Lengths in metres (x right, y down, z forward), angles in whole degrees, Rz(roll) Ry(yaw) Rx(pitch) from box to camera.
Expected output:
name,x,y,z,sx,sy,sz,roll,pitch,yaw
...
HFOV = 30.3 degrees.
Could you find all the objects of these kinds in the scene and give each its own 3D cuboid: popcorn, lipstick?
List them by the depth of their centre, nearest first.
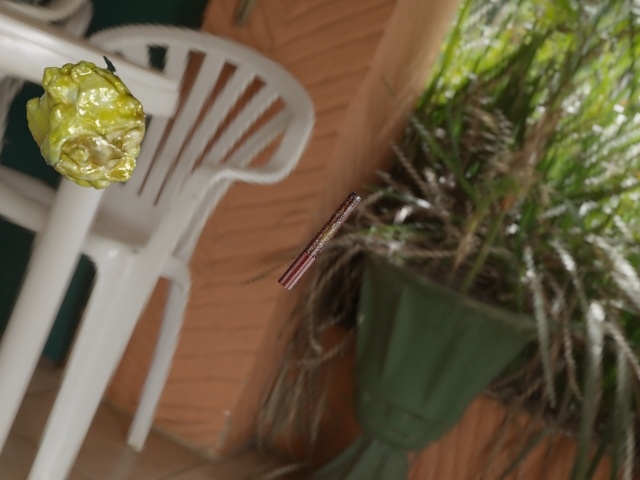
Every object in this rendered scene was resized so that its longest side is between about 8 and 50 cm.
name,x,y,z,sx,sy,sz,roll,pitch,yaw
popcorn,-0.304,-0.158,1.534,0.142,0.173,0.173,-23,20,-13
lipstick,0.000,0.000,1.732,0.027,0.176,0.027,36,12,-9
